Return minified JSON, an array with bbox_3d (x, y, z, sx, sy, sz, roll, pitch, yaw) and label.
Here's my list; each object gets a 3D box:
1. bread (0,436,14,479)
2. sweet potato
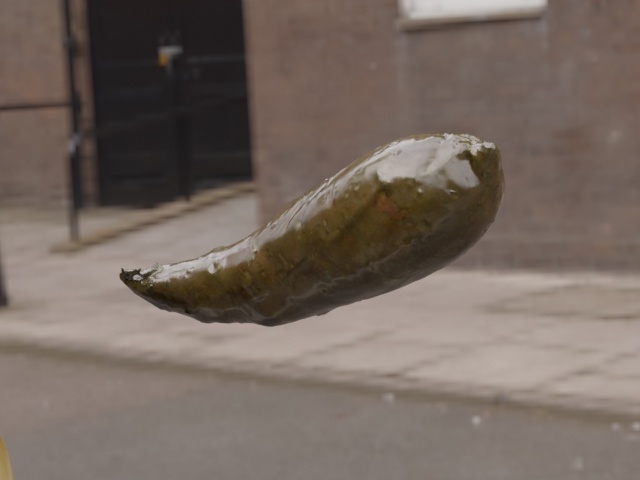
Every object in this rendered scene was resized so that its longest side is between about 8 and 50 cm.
[{"bbox_3d":[-0.408,0.241,1.165,0.424,0.329,0.245,-26,35,0],"label":"bread"},{"bbox_3d":[0.001,0.004,1.615,0.423,0.130,0.130,-21,-5,32],"label":"sweet potato"}]
